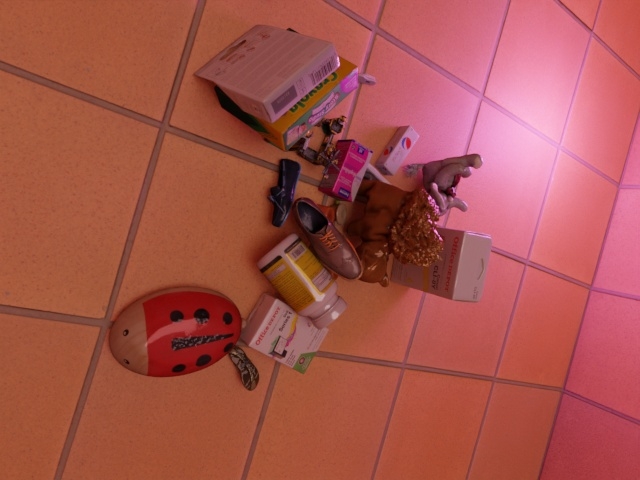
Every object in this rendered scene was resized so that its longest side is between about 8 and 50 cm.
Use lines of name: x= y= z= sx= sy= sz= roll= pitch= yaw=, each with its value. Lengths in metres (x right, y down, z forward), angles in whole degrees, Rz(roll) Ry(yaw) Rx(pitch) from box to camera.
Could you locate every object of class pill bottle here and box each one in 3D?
pill bottle: x=-0.061 y=0.152 z=1.684 sx=0.188 sy=0.188 sz=0.333 roll=-40 pitch=94 yaw=-20

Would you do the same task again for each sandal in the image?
sandal: x=-0.288 y=0.476 z=1.741 sx=0.072 sy=0.049 sz=0.180 roll=-32 pitch=98 yaw=-29

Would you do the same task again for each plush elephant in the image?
plush elephant: x=0.531 y=-0.214 z=2.000 sx=0.331 sy=0.272 sz=0.255 roll=-5 pitch=86 yaw=-1

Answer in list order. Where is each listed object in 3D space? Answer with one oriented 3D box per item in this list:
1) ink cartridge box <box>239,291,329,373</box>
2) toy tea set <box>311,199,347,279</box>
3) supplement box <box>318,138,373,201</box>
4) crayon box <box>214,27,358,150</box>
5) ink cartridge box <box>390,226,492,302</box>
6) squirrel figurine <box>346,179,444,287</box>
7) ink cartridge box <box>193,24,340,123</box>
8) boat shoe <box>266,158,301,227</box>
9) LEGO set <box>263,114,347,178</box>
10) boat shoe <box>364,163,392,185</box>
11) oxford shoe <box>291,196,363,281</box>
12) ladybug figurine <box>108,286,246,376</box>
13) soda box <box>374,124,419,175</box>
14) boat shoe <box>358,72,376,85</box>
ink cartridge box: x=-0.139 y=0.352 z=1.765 sx=0.278 sy=0.117 sz=0.201 roll=36 pitch=79 yaw=-29
toy tea set: x=0.000 y=0.000 z=1.821 sx=0.200 sy=0.125 sz=0.335 roll=6 pitch=91 yaw=-61
supplement box: x=0.097 y=-0.272 z=1.816 sx=0.111 sy=0.114 sz=0.219 roll=23 pitch=87 yaw=-32
crayon box: x=-0.109 y=-0.512 z=1.548 sx=0.363 sy=0.313 sz=0.106 roll=-46 pitch=157 yaw=-17
ink cartridge box: x=0.490 y=0.080 z=1.939 sx=0.161 sy=0.385 sz=0.278 roll=8 pitch=93 yaw=-31
squirrel figurine: x=0.266 y=-0.011 z=1.781 sx=0.281 sy=0.397 sz=0.370 roll=39 pitch=66 yaw=-40
ink cartridge box: x=-0.179 y=-0.546 z=1.487 sx=0.308 sy=0.385 sz=0.091 roll=-45 pitch=141 yaw=-16
boat shoe: x=-0.149 y=-0.175 z=1.705 sx=0.089 sy=0.109 sz=0.258 roll=20 pitch=71 yaw=-24
LEGO set: x=-0.031 y=-0.401 z=1.673 sx=0.331 sy=0.192 sz=0.254 roll=33 pitch=80 yaw=-30
boat shoe: x=0.231 y=-0.236 z=1.924 sx=0.076 sy=0.080 sz=0.228 roll=-48 pitch=122 yaw=4
oxford shoe: x=0.019 y=0.002 z=1.648 sx=0.130 sy=0.133 sz=0.363 roll=-41 pitch=91 yaw=0
ladybug figurine: x=-0.454 y=0.311 z=1.547 sx=0.450 sy=0.162 sz=0.304 roll=-8 pitch=101 yaw=-30
soda box: x=0.322 y=-0.379 z=1.957 sx=0.074 sy=0.069 sz=0.216 roll=40 pitch=78 yaw=-29
boat shoe: x=0.178 y=-0.651 z=1.856 sx=0.100 sy=0.035 sz=0.035 roll=6 pitch=67 yaw=-27
